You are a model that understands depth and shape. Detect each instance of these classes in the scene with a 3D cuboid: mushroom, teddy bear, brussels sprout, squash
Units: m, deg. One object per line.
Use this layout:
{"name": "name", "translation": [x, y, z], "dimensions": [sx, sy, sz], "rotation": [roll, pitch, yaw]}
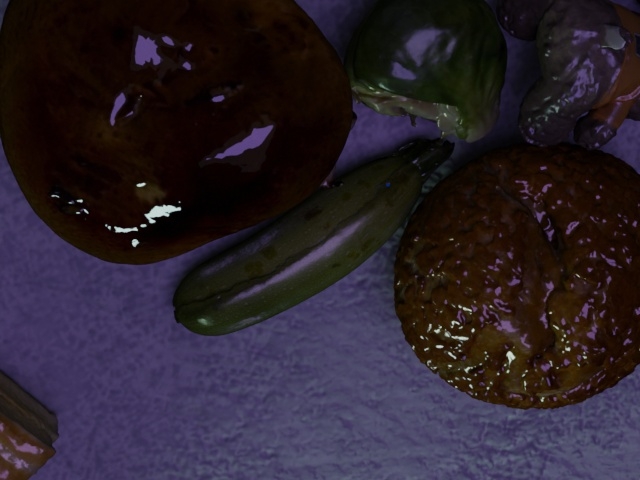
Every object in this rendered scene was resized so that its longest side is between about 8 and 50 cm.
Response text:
{"name": "mushroom", "translation": [-0.139, -0.129, 1.427], "dimensions": [0.345, 0.259, 0.345], "rotation": [4, 104, 16]}
{"name": "teddy bear", "translation": [0.284, -0.179, 1.500], "dimensions": [0.190, 0.140, 0.177], "rotation": [4, 73, -42]}
{"name": "brussels sprout", "translation": [0.112, -0.180, 1.469], "dimensions": [0.183, 0.131, 0.145], "rotation": [18, 95, -41]}
{"name": "squash", "translation": [0.000, 0.000, 1.541], "dimensions": [0.341, 0.094, 0.094], "rotation": [-32, 112, 1]}

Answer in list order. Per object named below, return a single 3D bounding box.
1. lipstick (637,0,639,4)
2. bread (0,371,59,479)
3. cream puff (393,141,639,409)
{"name": "lipstick", "translation": [0.351, -0.254, 1.536], "dimensions": [0.057, 0.057, 0.357], "rotation": [-44, 111, 6]}
{"name": "bread", "translation": [-0.433, 0.207, 1.519], "dimensions": [0.239, 0.111, 0.246], "rotation": [-44, 111, 5]}
{"name": "cream puff", "translation": [0.224, 0.045, 1.536], "dimensions": [0.303, 0.212, 0.303], "rotation": [-2, 112, -6]}
